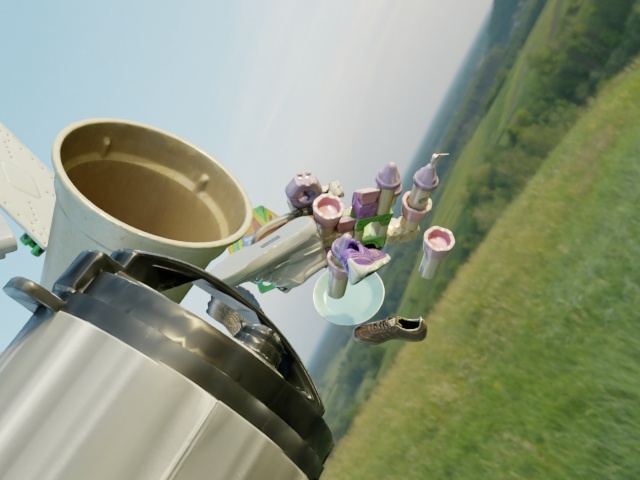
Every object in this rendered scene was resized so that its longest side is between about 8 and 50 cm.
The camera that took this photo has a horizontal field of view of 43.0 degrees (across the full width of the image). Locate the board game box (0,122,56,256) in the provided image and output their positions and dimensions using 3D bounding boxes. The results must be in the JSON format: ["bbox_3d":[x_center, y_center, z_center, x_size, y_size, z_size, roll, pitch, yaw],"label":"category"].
[{"bbox_3d":[-0.823,-0.149,2.194,0.050,0.390,0.390,-41,10,11],"label":"board game box"}]

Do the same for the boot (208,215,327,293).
[{"bbox_3d":[-0.100,0.064,1.652,0.258,0.124,0.095,-29,25,-11],"label":"boot"}]

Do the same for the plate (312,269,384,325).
[{"bbox_3d":[0.073,0.143,2.112,0.188,0.188,0.024,-61,-23,-28],"label":"plate"}]

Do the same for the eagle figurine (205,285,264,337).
[{"bbox_3d":[-0.192,0.277,2.056,0.226,0.225,0.298,-46,26,20],"label":"eagle figurine"}]

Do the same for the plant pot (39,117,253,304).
[{"bbox_3d":[-0.325,0.016,1.368,0.306,0.333,0.334,-60,-1,29],"label":"plant pot"}]

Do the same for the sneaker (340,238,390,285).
[{"bbox_3d":[0.075,0.027,1.427,0.068,0.071,0.170,-32,-4,12],"label":"sneaker"}]

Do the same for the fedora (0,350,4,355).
[{"bbox_3d":[-0.588,0.302,1.546,0.079,0.194,0.194,-20,20,27],"label":"fedora"}]

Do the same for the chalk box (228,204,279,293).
[{"bbox_3d":[-0.166,0.036,2.230,0.132,0.132,0.213,34,-142,-62],"label":"chalk box"}]

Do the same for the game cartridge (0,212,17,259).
[{"bbox_3d":[-0.755,-0.024,1.664,0.198,0.297,0.062,-13,-59,-30],"label":"game cartridge"}]

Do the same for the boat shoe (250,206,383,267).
[{"bbox_3d":[0.000,0.000,1.895,0.123,0.324,0.117,97,158,-51],"label":"boat shoe"}]

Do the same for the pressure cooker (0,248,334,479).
[{"bbox_3d":[-0.189,0.235,0.861,0.421,0.375,0.370,-57,-24,-22],"label":"pressure cooker"}]

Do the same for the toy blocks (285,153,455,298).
[{"bbox_3d":[0.105,-0.083,1.718,0.260,0.288,0.309,100,154,-51],"label":"toy blocks"}]

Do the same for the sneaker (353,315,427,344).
[{"bbox_3d":[0.175,0.216,2.051,0.066,0.188,0.071,-90,-4,-46],"label":"sneaker"}]
